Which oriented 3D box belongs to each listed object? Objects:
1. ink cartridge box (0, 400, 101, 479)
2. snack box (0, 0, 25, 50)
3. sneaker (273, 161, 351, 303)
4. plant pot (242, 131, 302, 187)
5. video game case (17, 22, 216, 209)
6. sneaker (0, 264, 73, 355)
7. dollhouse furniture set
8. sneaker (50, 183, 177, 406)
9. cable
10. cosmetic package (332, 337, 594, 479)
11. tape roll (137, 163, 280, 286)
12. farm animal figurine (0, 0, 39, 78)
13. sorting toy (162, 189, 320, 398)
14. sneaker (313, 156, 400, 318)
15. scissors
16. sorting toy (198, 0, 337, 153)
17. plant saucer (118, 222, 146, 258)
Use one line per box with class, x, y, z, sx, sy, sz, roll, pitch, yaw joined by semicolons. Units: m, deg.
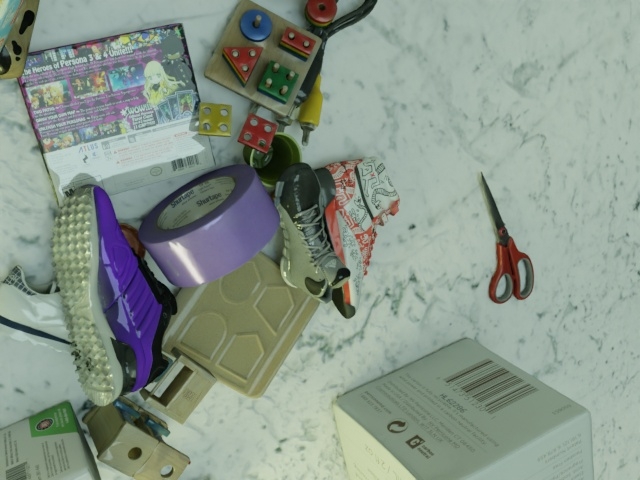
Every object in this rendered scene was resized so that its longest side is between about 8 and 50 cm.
ink cartridge box;-0.448;0.365;0.957;0.278;0.201;0.117;-22;114;-20
snack box;-0.464;-0.198;0.751;0.187;0.060;0.322;34;121;-17
sneaker;0.000;0.000;1.057;0.086;0.132;0.229;-26;133;-27
plant pot;-0.081;-0.129;1.068;0.083;0.079;0.083;-8;109;-24
video game case;-0.280;-0.175;0.974;0.232;0.042;0.210;-20;113;-21
sneaker;-0.345;0.114;1.007;0.235;0.090;0.095;24;83;-33
dollhouse furniture set;-0.244;0.259;1.074;0.129;0.129;0.184;43;81;-30
sneaker;-0.275;0.067;0.973;0.146;0.102;0.293;-10;95;-48
cable;-0.020;-0.297;1.080;0.139;0.072;0.287;28;79;-14
cosmetic package;0.266;0.459;1.278;0.327;0.329;0.394;-20;113;-22
tape roll;-0.158;-0.024;0.997;0.189;0.189;0.080;-36;119;-13
farm animal figurine;-0.370;-0.374;0.770;0.327;0.172;0.330;-41;112;-12
sorting toy;-0.108;0.083;1.147;0.229;0.041;0.307;38;80;-33
sneaker;0.071;-0.007;1.177;0.145;0.090;0.270;-19;110;-19
scissors;0.365;-0.008;1.371;0.109;0.021;0.297;-19;112;-19
sorting toy;-0.082;-0.259;1.001;0.132;0.046;0.275;26;79;-9
plant saucer;-0.302;0.014;1.036;0.083;0.013;0.084;-8;108;-26
